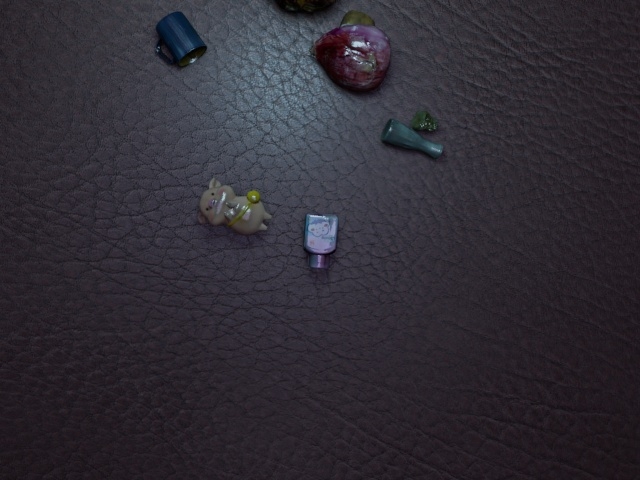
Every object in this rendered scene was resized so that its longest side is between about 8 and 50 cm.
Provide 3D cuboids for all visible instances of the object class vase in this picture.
[{"bbox_3d":[0.328,-0.353,1.885,0.214,0.086,0.086,20,93,-11],"label":"vase"}]

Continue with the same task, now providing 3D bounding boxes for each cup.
[{"bbox_3d":[-0.479,-0.661,1.768,0.150,0.113,0.138,-34,95,-3],"label":"cup"}]

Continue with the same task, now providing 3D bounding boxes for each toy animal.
[{"bbox_3d":[-0.291,-0.104,1.820,0.248,0.149,0.165,23,79,1],"label":"toy animal"}]

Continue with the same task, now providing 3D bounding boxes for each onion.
[{"bbox_3d":[0.091,-0.603,1.784,0.284,0.120,0.227,11,128,7],"label":"onion"}]

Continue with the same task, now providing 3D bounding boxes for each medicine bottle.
[{"bbox_3d":[0.000,0.000,1.876,0.119,0.094,0.187,4,94,-4],"label":"medicine bottle"}]

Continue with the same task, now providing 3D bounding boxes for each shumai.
[{"bbox_3d":[0.376,-0.415,1.898,0.082,0.083,0.080,-36,131,26],"label":"shumai"}]

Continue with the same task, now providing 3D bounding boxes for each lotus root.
[{"bbox_3d":[0.128,-0.724,1.815,0.122,0.112,0.081,24,82,-5],"label":"lotus root"}]

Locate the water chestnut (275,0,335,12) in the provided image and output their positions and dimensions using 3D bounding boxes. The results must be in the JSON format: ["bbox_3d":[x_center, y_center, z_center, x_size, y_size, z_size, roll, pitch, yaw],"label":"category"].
[{"bbox_3d":[-0.051,-0.891,1.725,0.289,0.289,0.244,22,59,-7],"label":"water chestnut"}]
